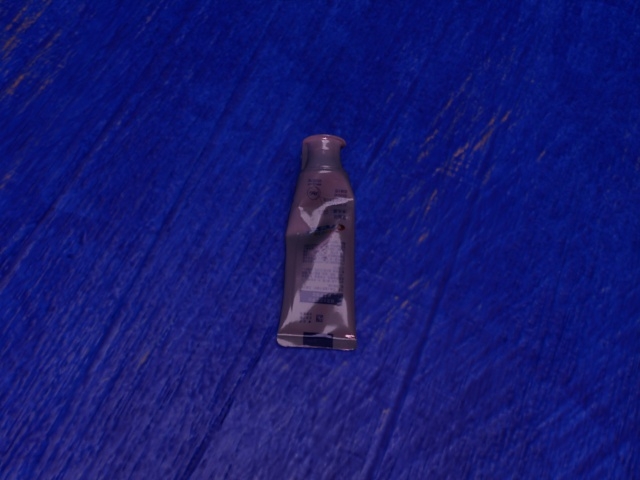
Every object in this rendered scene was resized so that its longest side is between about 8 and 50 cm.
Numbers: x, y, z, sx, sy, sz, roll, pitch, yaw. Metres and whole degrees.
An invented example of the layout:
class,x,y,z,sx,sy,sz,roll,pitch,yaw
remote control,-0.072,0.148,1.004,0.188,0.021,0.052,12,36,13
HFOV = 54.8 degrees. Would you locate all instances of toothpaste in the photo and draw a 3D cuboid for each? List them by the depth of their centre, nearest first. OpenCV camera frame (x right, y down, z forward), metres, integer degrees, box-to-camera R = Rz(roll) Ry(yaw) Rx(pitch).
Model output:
class,x,y,z,sx,sy,sz,roll,pitch,yaw
toothpaste,0.000,0.000,0.764,0.096,0.061,0.266,4,74,-8
